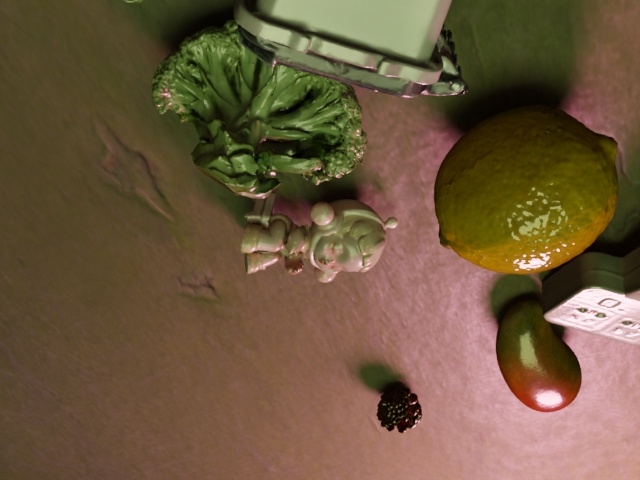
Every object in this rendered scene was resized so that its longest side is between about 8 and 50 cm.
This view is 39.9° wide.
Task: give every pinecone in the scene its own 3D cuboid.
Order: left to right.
[{"bbox_3d":[0.172,0.360,1.894,0.102,0.102,0.109,-24,166,23],"label":"pinecone"}]

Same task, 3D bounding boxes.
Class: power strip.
[{"bbox_3d":[0.553,0.069,1.572,0.229,0.141,0.261,15,149,-15],"label":"power strip"}]

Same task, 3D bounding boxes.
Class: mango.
[{"bbox_3d":[0.422,0.238,1.735,0.146,0.129,0.289,-23,124,25],"label":"mango"}]

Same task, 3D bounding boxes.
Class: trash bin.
[{"bbox_3d":[0.082,-0.370,0.999,0.295,0.256,0.368,14,127,-13],"label":"trash bin"}]

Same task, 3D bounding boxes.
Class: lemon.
[{"bbox_3d":[0.301,-0.074,1.309,0.267,0.267,0.267,0,137,0],"label":"lemon"}]

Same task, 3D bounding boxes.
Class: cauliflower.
[{"bbox_3d":[-0.082,-0.155,1.205,0.275,0.250,0.272,-3,141,36],"label":"cauliflower"}]

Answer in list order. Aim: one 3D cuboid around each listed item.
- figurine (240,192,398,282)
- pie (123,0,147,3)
[{"bbox_3d":[0.000,-0.002,1.471,0.256,0.144,0.182,4,117,-2],"label":"figurine"},{"bbox_3d":[-0.248,-0.350,1.164,0.085,0.017,0.085,-1,138,-1],"label":"pie"}]
